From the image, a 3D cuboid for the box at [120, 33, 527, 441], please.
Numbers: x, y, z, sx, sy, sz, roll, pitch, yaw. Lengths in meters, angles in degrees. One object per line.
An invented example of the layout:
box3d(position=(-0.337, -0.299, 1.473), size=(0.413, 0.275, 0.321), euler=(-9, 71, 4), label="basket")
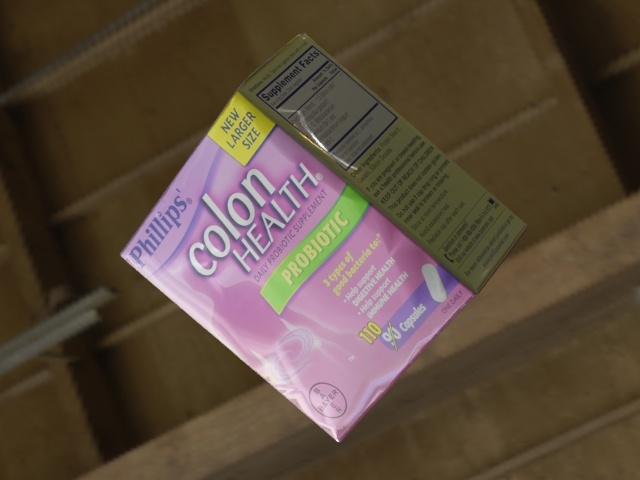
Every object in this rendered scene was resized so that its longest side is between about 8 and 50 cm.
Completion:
box3d(position=(0.000, 0.000, 1.518), size=(0.243, 0.117, 0.213), euler=(41, -51, 2), label="box")
